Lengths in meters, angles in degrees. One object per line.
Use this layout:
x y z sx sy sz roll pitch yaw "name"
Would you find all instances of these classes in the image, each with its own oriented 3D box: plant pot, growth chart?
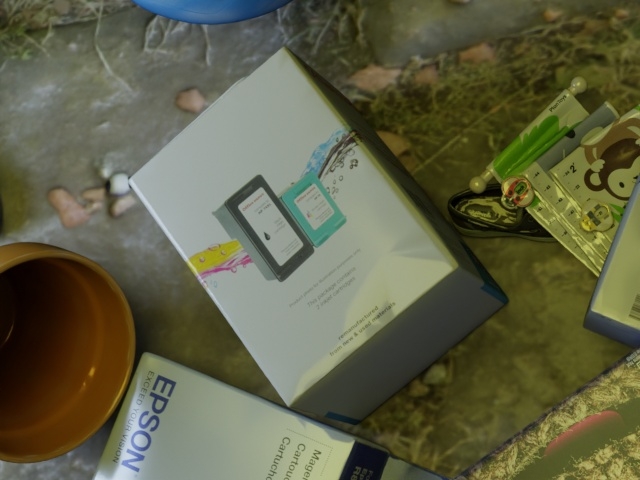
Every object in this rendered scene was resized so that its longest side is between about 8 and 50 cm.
-0.315 0.092 1.719 0.188 0.205 0.205 18 85 51 "plant pot"
0.279 -0.041 1.616 0.237 0.021 0.172 39 84 10 "growth chart"

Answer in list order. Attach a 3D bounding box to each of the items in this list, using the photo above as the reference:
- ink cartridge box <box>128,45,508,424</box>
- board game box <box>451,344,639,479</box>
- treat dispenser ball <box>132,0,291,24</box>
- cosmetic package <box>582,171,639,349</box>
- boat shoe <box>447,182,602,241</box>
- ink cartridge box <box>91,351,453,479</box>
0.000 0.000 1.636 0.197 0.198 0.270 -40 69 8 "ink cartridge box"
0.293 0.267 1.514 0.232 0.141 0.291 -38 70 8 "board game box"
-0.105 -0.351 1.692 0.288 0.288 0.288 -4 78 18 "treat dispenser ball"
0.301 -0.029 1.551 0.060 0.099 0.239 22 80 10 "cosmetic package"
0.193 -0.028 1.655 0.152 0.049 0.056 -6 77 17 "boat shoe"
-0.082 0.312 1.671 0.330 0.071 0.324 20 86 22 "ink cartridge box"
